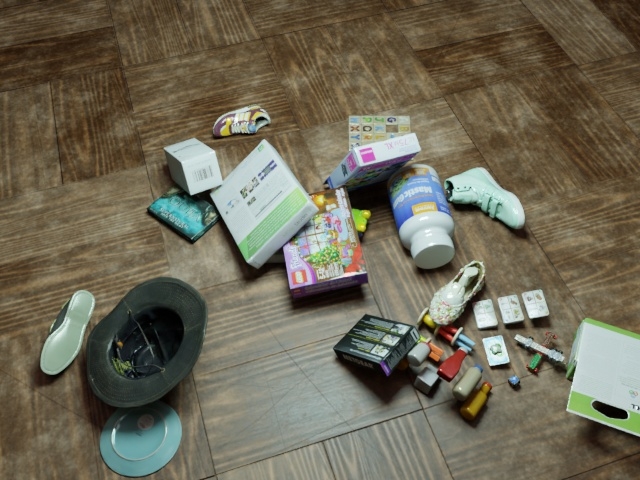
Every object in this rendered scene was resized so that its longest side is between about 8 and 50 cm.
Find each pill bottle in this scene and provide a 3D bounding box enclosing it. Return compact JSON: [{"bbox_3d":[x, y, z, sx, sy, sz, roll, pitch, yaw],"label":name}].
[{"bbox_3d":[0.280,-0.064,1.881,0.152,0.152,0.272,-7,52,-4],"label":"pill bottle"}]

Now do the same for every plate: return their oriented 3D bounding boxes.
[{"bbox_3d":[-0.416,0.448,1.584,0.188,0.024,0.188,-1,53,1],"label":"plate"}]

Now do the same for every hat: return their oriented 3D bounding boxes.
[{"bbox_3d":[-0.393,0.261,1.657,0.331,0.134,0.331,-10,57,16],"label":"hat"}]

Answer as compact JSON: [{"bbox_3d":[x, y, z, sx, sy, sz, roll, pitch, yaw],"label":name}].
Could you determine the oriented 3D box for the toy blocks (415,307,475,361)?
[{"bbox_3d":[0.297,0.249,1.705,0.148,0.054,0.123,31,58,21],"label":"toy blocks"}]

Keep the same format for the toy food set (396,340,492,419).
[{"bbox_3d":[0.296,0.305,1.629,0.232,0.111,0.104,32,50,22],"label":"toy food set"}]

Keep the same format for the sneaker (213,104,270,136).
[{"bbox_3d":[-0.248,-0.368,2.172,0.185,0.069,0.084,-30,53,-19],"label":"sneaker"}]

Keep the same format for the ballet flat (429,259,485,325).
[{"bbox_3d":[0.351,0.123,1.751,0.091,0.077,0.241,28,43,20],"label":"ballet flat"}]

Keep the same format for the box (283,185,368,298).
[{"bbox_3d":[0.000,0.000,1.827,0.201,0.057,0.293,-13,55,0],"label":"box"}]

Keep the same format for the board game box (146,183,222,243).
[{"bbox_3d":[-0.391,-0.081,1.983,0.186,0.026,0.126,32,60,22],"label":"board game box"}]

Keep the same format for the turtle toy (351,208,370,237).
[{"bbox_3d":[0.085,-0.035,1.915,0.095,0.066,0.130,10,55,17],"label":"turtle toy"}]

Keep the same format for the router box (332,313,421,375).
[{"bbox_3d":[0.133,0.248,1.658,0.133,0.046,0.179,-42,28,-26],"label":"router box"}]

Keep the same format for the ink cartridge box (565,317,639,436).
[{"bbox_3d":[0.678,0.333,1.611,0.189,0.097,0.255,18,57,14],"label":"ink cartridge box"}]

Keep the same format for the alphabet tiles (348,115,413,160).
[{"bbox_3d":[0.188,-0.310,2.159,0.198,0.009,0.237,0,52,1],"label":"alphabet tiles"}]

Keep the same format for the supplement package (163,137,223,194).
[{"bbox_3d":[-0.371,-0.217,1.993,0.105,0.105,0.179,-23,29,-21],"label":"supplement package"}]

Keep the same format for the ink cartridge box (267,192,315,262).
[{"bbox_3d":[-0.081,-0.038,1.933,0.224,0.045,0.223,-2,54,-2],"label":"ink cartridge box"}]

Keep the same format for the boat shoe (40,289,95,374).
[{"bbox_3d":[-0.638,0.235,1.724,0.081,0.069,0.227,34,55,-24],"label":"boat shoe"}]

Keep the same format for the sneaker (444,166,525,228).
[{"bbox_3d":[0.454,-0.103,1.943,0.151,0.094,0.256,-17,44,-19],"label":"sneaker"}]

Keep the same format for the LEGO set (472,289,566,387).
[{"bbox_3d":[0.498,0.251,1.721,0.183,0.060,0.244,-12,51,7],"label":"LEGO set"}]

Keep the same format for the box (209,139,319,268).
[{"bbox_3d":[-0.162,-0.105,1.879,0.232,0.058,0.322,-43,45,10],"label":"box"}]

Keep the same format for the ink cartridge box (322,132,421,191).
[{"bbox_3d":[0.134,-0.200,1.911,0.186,0.311,0.065,-16,84,-19],"label":"ink cartridge box"}]
